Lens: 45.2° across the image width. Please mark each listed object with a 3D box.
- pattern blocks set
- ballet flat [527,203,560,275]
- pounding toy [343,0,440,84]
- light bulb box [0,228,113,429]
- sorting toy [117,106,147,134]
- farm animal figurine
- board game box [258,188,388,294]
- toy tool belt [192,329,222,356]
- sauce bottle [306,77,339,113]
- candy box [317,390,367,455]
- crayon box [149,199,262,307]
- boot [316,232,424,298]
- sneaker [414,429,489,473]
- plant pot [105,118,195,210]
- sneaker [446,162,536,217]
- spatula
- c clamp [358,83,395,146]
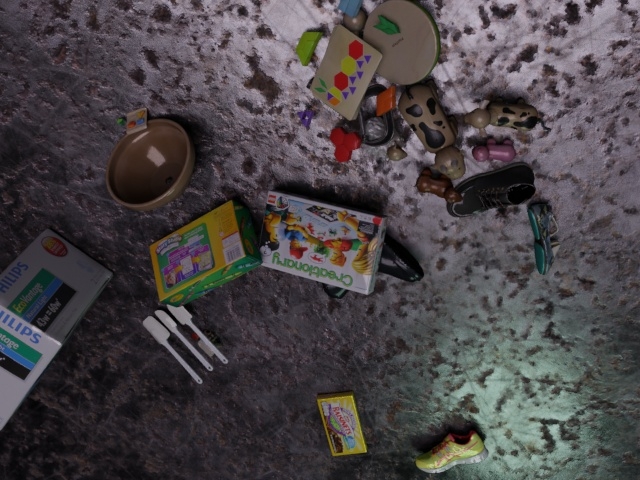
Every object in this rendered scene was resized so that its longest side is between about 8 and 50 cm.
[{"bbox_3d":[0.055,-0.369,1.709,0.285,0.026,0.325,48,126,18],"label":"pattern blocks set"},{"bbox_3d":[0.550,-0.003,1.865,0.070,0.070,0.188,-10,117,13],"label":"ballet flat"},{"bbox_3d":[0.177,-0.444,1.695,0.237,0.110,0.183,6,117,38],"label":"pounding toy"},{"bbox_3d":[-0.775,0.225,2.013,0.225,0.358,0.361,36,116,-11],"label":"light bulb box"},{"bbox_3d":[-0.465,-0.292,1.891,0.083,0.062,0.012,-16,152,16],"label":"sorting toy"},{"bbox_3d":[0.295,-0.238,1.729,0.327,0.172,0.330,39,115,-10],"label":"farm animal figurine"},{"bbox_3d":[0.000,0.000,1.889,0.305,0.053,0.193,14,102,19],"label":"board game box"},{"bbox_3d":[-0.315,0.279,2.146,0.083,0.051,0.052,46,130,0],"label":"toy tool belt"},{"bbox_3d":[0.026,-0.334,1.800,0.128,0.042,0.042,36,116,2],"label":"sauce bottle"},{"bbox_3d":[0.063,0.527,2.210,0.105,0.027,0.206,-10,113,10],"label":"candy box"},{"bbox_3d":[-0.295,0.036,1.952,0.278,0.165,0.081,-27,151,20],"label":"crayon box"},{"bbox_3d":[0.110,0.074,1.948,0.246,0.094,0.207,39,111,-2],"label":"boot"},{"bbox_3d":[0.361,0.587,2.170,0.208,0.081,0.094,-19,104,10],"label":"sneaker"},{"bbox_3d":[-0.396,-0.168,1.878,0.237,0.237,0.110,-16,152,16],"label":"plant pot"},{"bbox_3d":[0.396,-0.106,1.806,0.222,0.118,0.083,-28,108,20],"label":"sneaker"},{"bbox_3d":[-0.376,0.280,2.135,0.242,0.019,0.168,48,119,-2],"label":"spatula"},{"bbox_3d":[0.107,-0.282,1.729,0.137,0.022,0.161,-20,79,36],"label":"c clamp"}]
